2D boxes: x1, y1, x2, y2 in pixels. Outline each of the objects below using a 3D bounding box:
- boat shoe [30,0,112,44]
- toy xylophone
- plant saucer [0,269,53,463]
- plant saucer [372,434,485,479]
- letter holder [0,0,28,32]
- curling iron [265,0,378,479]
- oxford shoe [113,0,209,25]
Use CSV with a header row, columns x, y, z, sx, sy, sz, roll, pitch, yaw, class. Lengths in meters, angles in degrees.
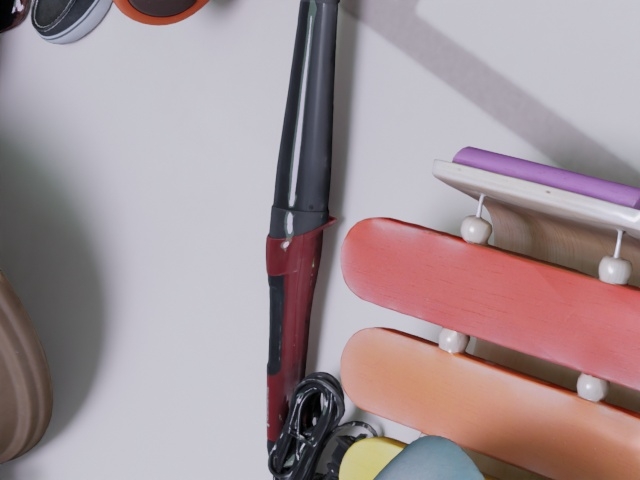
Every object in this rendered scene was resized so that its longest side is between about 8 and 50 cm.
x,y,z,sx,sy,sz,roll,pitch,yaw,class
-0.132,-0.172,0.936,0.142,0.040,0.049,-50,62,27,boat shoe
0.110,0.124,0.722,0.236,0.081,0.323,8,95,38,toy xylophone
-0.278,0.038,0.954,0.278,0.041,0.278,22,139,21,plant saucer
0.027,0.174,0.646,0.195,0.037,0.195,-177,90,-72,plant saucer
-0.338,-0.156,1.033,0.302,0.152,0.214,8,98,38,letter holder
0.000,0.000,0.838,0.068,0.035,0.274,3,93,34,curling iron
-0.069,-0.249,0.867,0.098,0.097,0.271,21,96,52,oxford shoe
